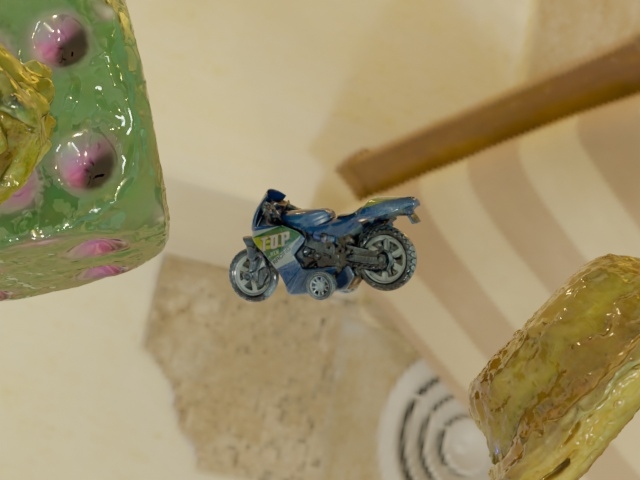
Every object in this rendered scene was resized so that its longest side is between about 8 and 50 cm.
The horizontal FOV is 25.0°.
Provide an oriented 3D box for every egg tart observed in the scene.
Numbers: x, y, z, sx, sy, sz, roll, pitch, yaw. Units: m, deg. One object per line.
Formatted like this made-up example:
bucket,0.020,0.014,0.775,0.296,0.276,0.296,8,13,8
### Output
egg tart,0.230,0.109,1.273,0.319,0.128,0.319,-46,-9,-10

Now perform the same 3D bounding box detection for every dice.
dice,-0.349,-0.113,1.615,0.330,0.322,0.318,112,145,-78

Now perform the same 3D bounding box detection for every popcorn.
popcorn,-0.274,-0.096,1.087,0.142,0.174,0.173,-55,29,36

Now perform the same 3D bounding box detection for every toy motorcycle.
toy motorcycle,0.000,0.000,1.708,0.254,0.092,0.135,-5,92,25
